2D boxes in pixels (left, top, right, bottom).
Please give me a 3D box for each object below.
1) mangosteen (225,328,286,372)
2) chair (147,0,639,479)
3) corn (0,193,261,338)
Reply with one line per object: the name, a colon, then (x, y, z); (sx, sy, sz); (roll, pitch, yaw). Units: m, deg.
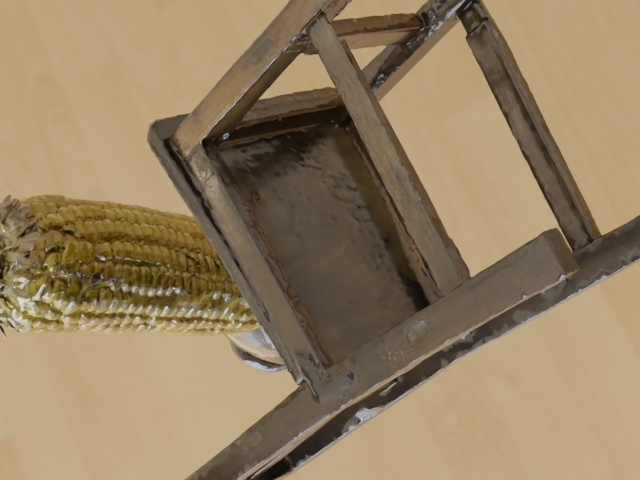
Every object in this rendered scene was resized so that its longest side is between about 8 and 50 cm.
mangosteen: (-0.026, 0.029, 1.614); (0.209, 0.210, 0.210); (-5, 77, 22)
chair: (0.000, 0.000, 1.087); (0.416, 0.203, 0.241); (-36, 79, 37)
corn: (-0.151, 0.023, 1.322); (0.115, 0.317, 0.115); (-4, 84, 43)
